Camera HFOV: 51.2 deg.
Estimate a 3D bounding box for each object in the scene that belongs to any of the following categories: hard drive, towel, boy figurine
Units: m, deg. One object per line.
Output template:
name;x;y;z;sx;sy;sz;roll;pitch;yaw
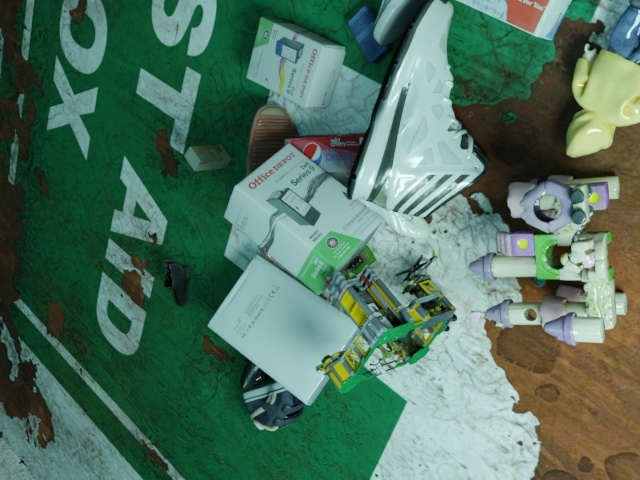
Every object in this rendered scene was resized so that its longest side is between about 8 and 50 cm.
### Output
hard drive;-0.095;0.220;1.701;0.353;0.047;0.233;32;85;28
towel;0.111;-0.458;1.486;0.067;0.029;0.119;-34;77;39
boy figurine;0.520;-0.266;1.150;0.177;0.092;0.285;34;121;29

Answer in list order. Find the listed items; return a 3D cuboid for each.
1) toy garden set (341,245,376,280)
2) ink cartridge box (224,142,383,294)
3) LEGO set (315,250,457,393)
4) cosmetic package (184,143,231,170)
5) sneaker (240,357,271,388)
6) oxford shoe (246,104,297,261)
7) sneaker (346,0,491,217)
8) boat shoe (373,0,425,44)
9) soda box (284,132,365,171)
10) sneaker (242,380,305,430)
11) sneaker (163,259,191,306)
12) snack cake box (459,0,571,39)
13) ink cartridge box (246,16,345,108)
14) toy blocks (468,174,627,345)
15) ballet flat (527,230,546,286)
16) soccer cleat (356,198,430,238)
toy garden set;0.000;0.000;1.669;0.204;0.049;0.244;-41;74;38
ink cartridge box;-0.039;-0.053;1.505;0.289;0.211;0.121;38;141;8
LEGO set;0.119;0.161;1.444;0.192;0.331;0.255;51;140;29
cosmetic package;-0.307;-0.228;1.830;0.060;0.115;0.041;53;127;17
sneaker;-0.156;0.277;1.838;0.124;0.107;0.283;43;114;29
oxford shoe;-0.135;-0.141;1.697;0.146;0.140;0.397;172;98;-67
sneaker;0.242;-0.258;1.372;0.257;0.169;0.447;20;94;-3
boat shoe;0.178;-0.536;1.372;0.088;0.096;0.267;48;125;26
soda box;0.041;-0.206;1.559;0.263;0.092;0.083;5;106;38
sneaker;-0.089;0.431;1.795;0.321;0.126;0.127;-33;74;50
sneaker;-0.447;0.135;2.046;0.051;0.089;0.170;28;117;32
snack cake box;0.341;-0.500;1.246;0.264;0.089;0.152;37;119;27
ink cartridge box;-0.061;-0.425;1.596;0.212;0.093;0.154;33;119;28
toy blocks;0.377;0.030;1.190;0.260;0.309;0.289;-2;99;34
ballet flat;0.422;0.038;1.339;0.041;0.041;0.114;-13;91;41
soccer cleat;0.162;-0.073;1.472;0.196;0.068;0.076;35;144;4
